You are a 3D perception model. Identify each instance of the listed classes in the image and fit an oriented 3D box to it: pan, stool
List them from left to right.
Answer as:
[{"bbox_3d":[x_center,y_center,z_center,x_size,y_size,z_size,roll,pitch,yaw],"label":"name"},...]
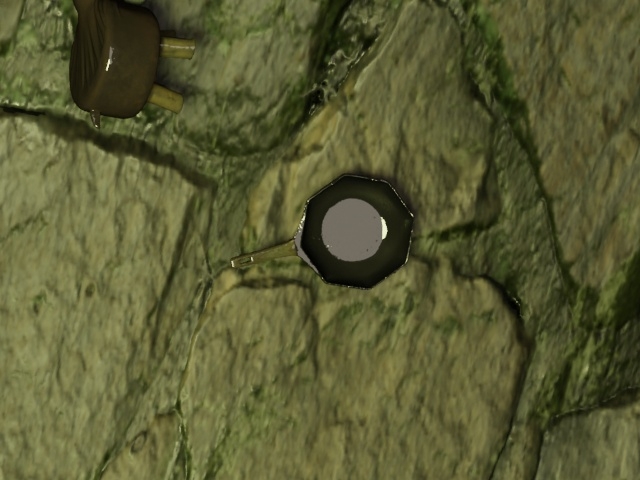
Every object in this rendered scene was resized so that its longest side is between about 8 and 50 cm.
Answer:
[{"bbox_3d":[-0.211,-0.222,1.578,0.121,0.125,0.217,4,74,-27],"label":"stool"},{"bbox_3d":[0.002,-0.016,1.655,0.202,0.048,0.128,10,90,-12],"label":"pan"}]
